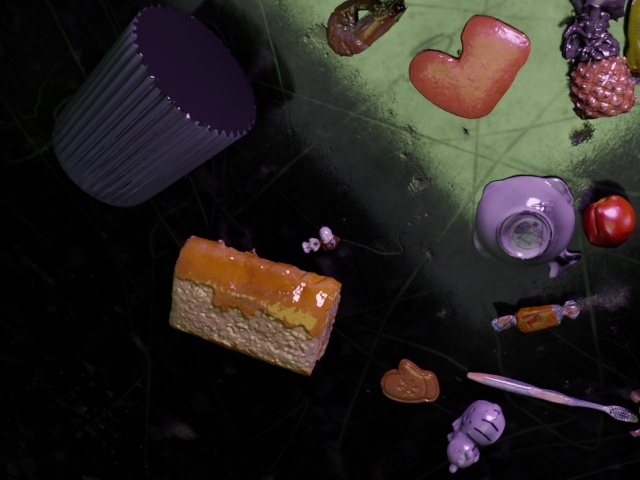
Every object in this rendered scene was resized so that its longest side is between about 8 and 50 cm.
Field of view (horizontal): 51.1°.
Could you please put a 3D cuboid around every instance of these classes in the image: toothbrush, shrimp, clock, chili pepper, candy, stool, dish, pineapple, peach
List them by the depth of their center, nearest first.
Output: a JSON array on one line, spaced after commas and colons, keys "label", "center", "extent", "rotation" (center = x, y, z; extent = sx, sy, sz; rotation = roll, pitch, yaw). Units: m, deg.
[{"label": "chili pepper", "center": [0.558, -0.377, 1.154], "extent": [0.052, 0.050, 0.202], "rotation": [27, 129, 46]}, {"label": "pineapple", "center": [0.481, -0.336, 1.163], "extent": [0.119, 0.111, 0.237], "rotation": [-16, 105, 2]}, {"label": "shrimp", "center": [0.088, -0.424, 1.281], "extent": [0.180, 0.041, 0.099], "rotation": [-27, 89, 27]}, {"label": "peach", "center": [0.556, -0.033, 1.285], "extent": [0.100, 0.101, 0.101], "rotation": [6, 115, 14]}, {"label": "dish", "center": [0.419, -0.014, 1.342], "extent": [0.246, 0.078, 0.224], "rotation": [44, 117, -6]}, {"label": "stool", "center": [-0.346, -0.250, 1.348], "extent": [0.330, 0.297, 0.297], "rotation": [-31, 102, 30]}, {"label": "candy", "center": [0.459, 0.165, 1.431], "extent": [0.182, 0.046, 0.053], "rotation": [-14, 106, 16]}, {"label": "toothbrush", "center": [0.517, 0.350, 1.506], "extent": [0.375, 0.037, 0.028], "rotation": [13, 97, 13]}, {"label": "clock", "center": [0.357, 0.456, 1.552], "extent": [0.080, 0.117, 0.176], "rotation": [34, 118, -1]}]

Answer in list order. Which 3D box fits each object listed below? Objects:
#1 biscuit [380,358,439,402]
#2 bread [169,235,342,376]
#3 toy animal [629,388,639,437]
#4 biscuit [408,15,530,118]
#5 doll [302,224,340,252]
[{"label": "biscuit", "center": [0.210, 0.338, 1.595], "extent": [0.140, 0.023, 0.118], "rotation": [-8, 112, 20]}, {"label": "bread", "center": [-0.154, 0.139, 1.532], "extent": [0.375, 0.165, 0.237], "rotation": [16, 115, 11]}, {"label": "toy animal", "center": [0.729, 0.352, 1.408], "extent": [0.214, 0.094, 0.186], "rotation": [22, 106, -17]}, {"label": "biscuit", "center": [0.275, -0.334, 1.262], "extent": [0.186, 0.036, 0.192], "rotation": [32, 118, 2]}, {"label": "doll", "center": [0.001, 0.007, 1.497], "extent": [0.085, 0.040, 0.058], "rotation": [-43, 84, 23]}]
